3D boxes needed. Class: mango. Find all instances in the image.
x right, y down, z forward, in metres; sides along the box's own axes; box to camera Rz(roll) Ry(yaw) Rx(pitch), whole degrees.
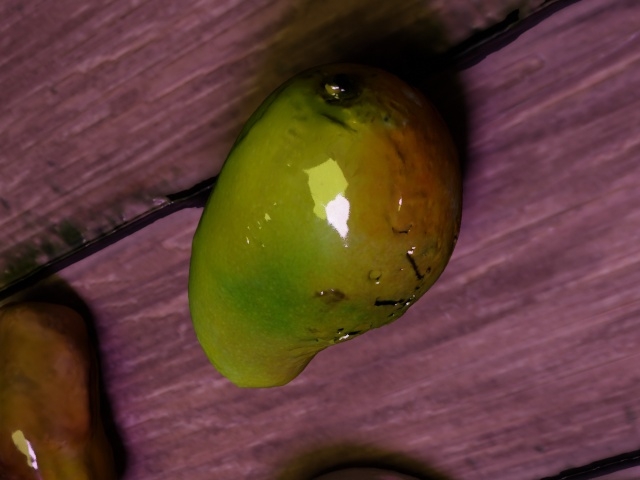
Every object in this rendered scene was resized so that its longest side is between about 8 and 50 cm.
[{"bbox_3d":[0.000,0.000,0.939,0.125,0.111,0.233,34,137,11],"label":"mango"}]

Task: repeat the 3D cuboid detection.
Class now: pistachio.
[{"bbox_3d":[-0.187,0.124,1.166,0.110,0.100,0.189,10,131,21],"label":"pistachio"}]

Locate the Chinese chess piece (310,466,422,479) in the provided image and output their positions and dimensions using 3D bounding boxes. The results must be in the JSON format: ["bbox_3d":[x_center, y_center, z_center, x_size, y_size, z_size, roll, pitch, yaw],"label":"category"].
[{"bbox_3d":[0.041,0.229,1.117,0.188,0.083,0.188,18,131,23],"label":"Chinese chess piece"}]
